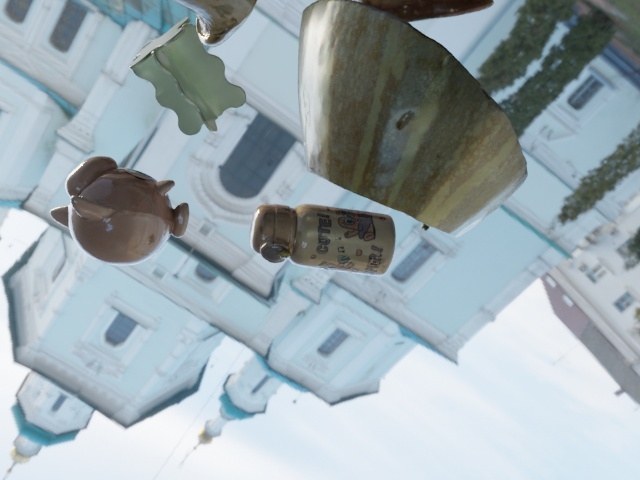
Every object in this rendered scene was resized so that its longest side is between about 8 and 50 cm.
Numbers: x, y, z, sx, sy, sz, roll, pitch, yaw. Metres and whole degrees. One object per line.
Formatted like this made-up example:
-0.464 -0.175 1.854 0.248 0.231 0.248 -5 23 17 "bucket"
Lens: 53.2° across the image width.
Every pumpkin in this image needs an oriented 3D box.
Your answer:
0.049 -0.073 0.499 0.217 0.110 0.217 33 174 4 "pumpkin"

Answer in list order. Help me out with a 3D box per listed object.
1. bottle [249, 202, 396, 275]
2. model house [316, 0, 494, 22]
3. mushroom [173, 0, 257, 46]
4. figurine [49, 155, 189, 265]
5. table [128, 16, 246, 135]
0.000 0.000 0.948 0.209 0.097 0.110 7 -139 -12 "bottle"
0.083 -0.385 0.794 0.220 0.229 0.199 -13 -152 -15 "model house"
-0.176 -0.352 0.721 0.329 0.159 0.122 35 -146 -53 "mushroom"
-0.231 -0.032 0.739 0.138 0.125 0.125 11 -143 -30 "figurine"
-0.266 -0.322 1.303 0.198 0.167 0.166 53 -162 -29 "table"
